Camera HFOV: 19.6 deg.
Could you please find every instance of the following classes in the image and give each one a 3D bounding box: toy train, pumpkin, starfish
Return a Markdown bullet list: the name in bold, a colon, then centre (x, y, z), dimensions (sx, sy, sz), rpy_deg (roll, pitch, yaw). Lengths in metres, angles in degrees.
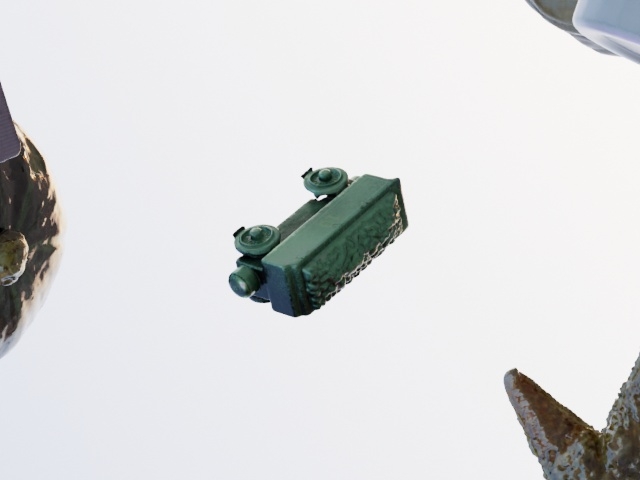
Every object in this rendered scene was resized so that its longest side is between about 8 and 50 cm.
- **toy train**: centre (0.000, 0.000, 1.546), dimensions (0.172, 0.099, 0.070), rpy_deg (-41, -47, -36)
- **pumpkin**: centre (-0.378, 0.000, 1.810), dimensions (0.315, 0.238, 0.315), rpy_deg (-34, -50, -54)
- **starfish**: centre (0.211, 0.153, 1.088), dimensions (0.247, 0.138, 0.050), rpy_deg (60, -156, -2)

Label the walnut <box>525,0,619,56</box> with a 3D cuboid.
- **walnut**: centre (0.287, -0.277, 1.726), dimensions (0.228, 0.228, 0.228), rpy_deg (31, -139, -32)

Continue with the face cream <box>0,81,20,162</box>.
- **face cream**: centre (-0.383, -0.098, 1.479), dimensions (0.274, 0.096, 0.154), rpy_deg (-22, -80, -26)

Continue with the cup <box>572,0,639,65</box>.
- **cup**: centre (0.331, -0.276, 1.242), dimensions (0.253, 0.371, 0.253), rpy_deg (24, -176, -2)
